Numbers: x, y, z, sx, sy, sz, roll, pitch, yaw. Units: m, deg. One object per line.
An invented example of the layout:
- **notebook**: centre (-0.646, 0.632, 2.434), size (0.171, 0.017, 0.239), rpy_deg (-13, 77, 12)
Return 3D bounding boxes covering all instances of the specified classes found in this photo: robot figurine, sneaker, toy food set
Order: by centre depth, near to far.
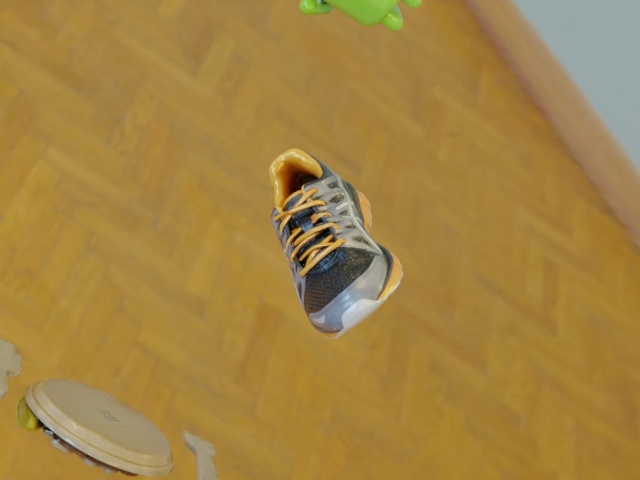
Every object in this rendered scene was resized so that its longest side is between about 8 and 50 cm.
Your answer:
- **toy food set**: centre (-0.166, 0.145, 0.972), size (0.192, 0.038, 0.132), rpy_deg (28, 6, -14)
- **sneaker**: centre (0.000, 0.000, 1.020), size (0.083, 0.084, 0.215), rpy_deg (47, 10, -27)
- **robot figurine**: centre (0.026, -0.215, 1.037), size (0.115, 0.101, 0.067), rpy_deg (30, 26, -22)
